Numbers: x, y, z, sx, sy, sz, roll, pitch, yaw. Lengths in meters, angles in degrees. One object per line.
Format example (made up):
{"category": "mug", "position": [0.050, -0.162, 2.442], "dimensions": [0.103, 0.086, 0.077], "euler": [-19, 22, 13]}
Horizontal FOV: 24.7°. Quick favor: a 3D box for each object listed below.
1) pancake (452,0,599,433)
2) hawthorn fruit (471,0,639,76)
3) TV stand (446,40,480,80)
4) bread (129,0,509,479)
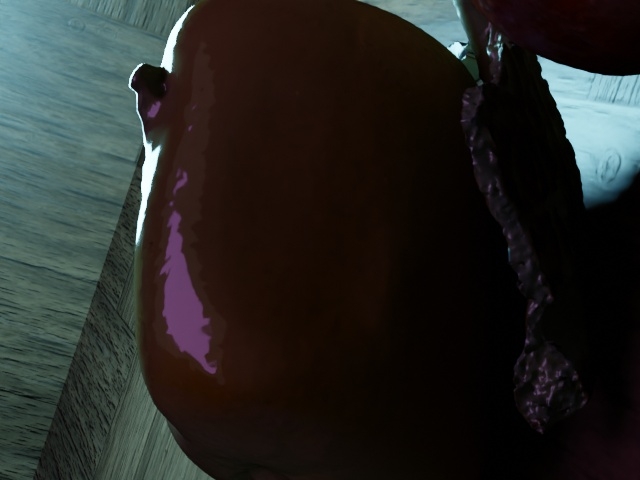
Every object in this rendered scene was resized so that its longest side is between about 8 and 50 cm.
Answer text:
{"category": "pancake", "position": [0.135, -0.046, 1.034], "dimensions": [0.054, 0.197, 0.377], "euler": [-19, 59, 22]}
{"category": "hawthorn fruit", "position": [0.173, -0.237, 0.975], "dimensions": [0.242, 0.271, 0.242], "euler": [-164, 90, -85]}
{"category": "TV stand", "position": [0.128, -0.170, 1.413], "dimensions": [0.249, 0.036, 0.042], "euler": [-25, 49, 65]}
{"category": "bread", "position": [0.017, 0.024, 1.126], "dimensions": [0.348, 0.252, 0.376], "euler": [53, -140, -57]}
